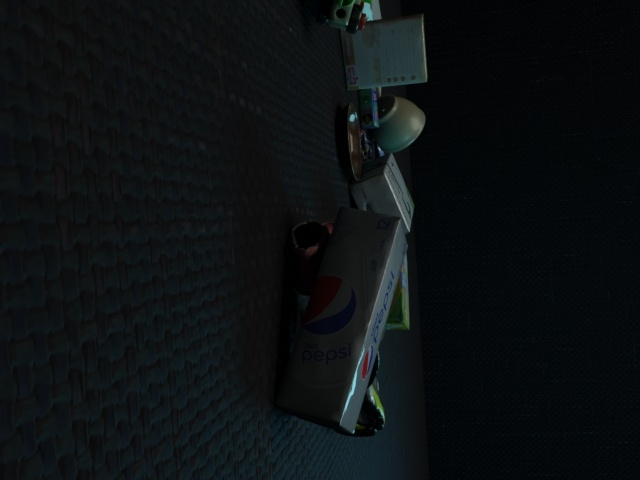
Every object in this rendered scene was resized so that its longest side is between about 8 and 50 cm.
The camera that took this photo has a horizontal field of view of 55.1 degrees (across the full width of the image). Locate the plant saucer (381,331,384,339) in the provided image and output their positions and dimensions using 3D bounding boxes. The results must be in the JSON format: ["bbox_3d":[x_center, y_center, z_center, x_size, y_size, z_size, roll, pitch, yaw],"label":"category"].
[{"bbox_3d":[0.126,0.108,1.508,0.278,0.041,0.277,-3,90,-78],"label":"plant saucer"}]

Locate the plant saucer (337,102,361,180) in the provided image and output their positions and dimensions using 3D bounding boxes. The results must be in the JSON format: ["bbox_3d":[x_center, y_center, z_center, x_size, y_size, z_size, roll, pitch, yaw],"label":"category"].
[{"bbox_3d":[0.062,-0.213,1.333,0.168,0.029,0.168,-3,90,-77],"label":"plant saucer"}]

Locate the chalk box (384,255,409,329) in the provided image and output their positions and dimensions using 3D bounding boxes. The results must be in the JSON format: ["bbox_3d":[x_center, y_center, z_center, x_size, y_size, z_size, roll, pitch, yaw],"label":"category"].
[{"bbox_3d":[0.100,0.064,1.194,0.132,0.133,0.212,47,41,-71],"label":"chalk box"}]

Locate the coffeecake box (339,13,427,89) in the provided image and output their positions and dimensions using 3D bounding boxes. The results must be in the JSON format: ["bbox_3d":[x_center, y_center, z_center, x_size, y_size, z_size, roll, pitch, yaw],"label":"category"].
[{"bbox_3d":[0.147,-0.431,1.404,0.068,0.186,0.142,-69,153,-61],"label":"coffeecake box"}]

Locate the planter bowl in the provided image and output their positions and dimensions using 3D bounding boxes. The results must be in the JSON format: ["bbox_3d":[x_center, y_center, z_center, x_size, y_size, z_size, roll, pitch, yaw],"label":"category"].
[{"bbox_3d":[0.203,-0.348,1.760,0.109,0.162,0.162,39,43,-36],"label":"planter bowl"}]

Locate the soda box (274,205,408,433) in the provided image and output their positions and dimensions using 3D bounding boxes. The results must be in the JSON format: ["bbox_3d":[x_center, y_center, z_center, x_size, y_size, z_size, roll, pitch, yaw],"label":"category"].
[{"bbox_3d":[0.035,0.103,0.826,0.098,0.091,0.286,60,45,-63],"label":"soda box"}]

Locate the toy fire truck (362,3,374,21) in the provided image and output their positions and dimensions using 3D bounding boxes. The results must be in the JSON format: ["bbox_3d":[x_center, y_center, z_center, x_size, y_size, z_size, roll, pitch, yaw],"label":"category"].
[{"bbox_3d":[0.152,-0.617,1.466,0.246,0.217,0.158,-109,-166,-82],"label":"toy fire truck"}]

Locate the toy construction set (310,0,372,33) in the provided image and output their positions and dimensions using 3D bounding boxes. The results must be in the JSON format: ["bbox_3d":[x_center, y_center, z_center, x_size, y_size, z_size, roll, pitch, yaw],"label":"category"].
[{"bbox_3d":[0.043,-0.485,1.040,0.327,0.151,0.215,-60,170,-54],"label":"toy construction set"}]

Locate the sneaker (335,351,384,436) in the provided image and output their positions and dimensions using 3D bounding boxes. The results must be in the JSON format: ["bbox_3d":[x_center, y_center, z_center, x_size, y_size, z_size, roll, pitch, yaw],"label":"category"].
[{"bbox_3d":[0.041,0.199,1.008,0.121,0.111,0.299,-94,178,-49],"label":"sneaker"}]

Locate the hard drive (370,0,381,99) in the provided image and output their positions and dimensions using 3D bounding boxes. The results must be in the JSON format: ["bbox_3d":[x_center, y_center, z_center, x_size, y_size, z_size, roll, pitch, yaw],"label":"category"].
[{"bbox_3d":[0.150,-0.589,1.801,0.203,0.040,0.307,69,22,-54],"label":"hard drive"}]

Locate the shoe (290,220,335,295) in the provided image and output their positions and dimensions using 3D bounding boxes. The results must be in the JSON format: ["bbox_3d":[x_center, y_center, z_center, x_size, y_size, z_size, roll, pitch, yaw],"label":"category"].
[{"bbox_3d":[0.000,0.000,0.911,0.178,0.064,0.081,-65,155,-56],"label":"shoe"}]

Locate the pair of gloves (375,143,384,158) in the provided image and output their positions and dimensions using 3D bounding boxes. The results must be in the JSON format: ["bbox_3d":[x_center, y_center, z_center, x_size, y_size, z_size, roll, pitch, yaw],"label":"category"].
[{"bbox_3d":[0.196,-0.299,1.966,0.198,0.023,0.159,-66,150,-65],"label":"pair of gloves"}]

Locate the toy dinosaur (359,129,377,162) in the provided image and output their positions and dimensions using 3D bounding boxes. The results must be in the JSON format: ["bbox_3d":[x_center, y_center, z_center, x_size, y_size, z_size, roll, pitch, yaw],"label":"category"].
[{"bbox_3d":[0.108,-0.243,1.570,0.090,0.047,0.082,21,-51,67],"label":"toy dinosaur"}]

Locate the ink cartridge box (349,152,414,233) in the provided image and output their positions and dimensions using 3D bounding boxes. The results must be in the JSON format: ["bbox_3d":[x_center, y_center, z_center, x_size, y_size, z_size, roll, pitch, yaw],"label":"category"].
[{"bbox_3d":[0.153,-0.104,1.479,0.160,0.093,0.219,64,18,-14],"label":"ink cartridge box"}]

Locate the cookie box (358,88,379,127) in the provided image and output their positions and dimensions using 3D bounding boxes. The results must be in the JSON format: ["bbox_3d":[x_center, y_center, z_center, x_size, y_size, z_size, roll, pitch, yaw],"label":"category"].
[{"bbox_3d":[0.129,-0.355,1.639,0.092,0.040,0.107,-35,120,-74],"label":"cookie box"}]
